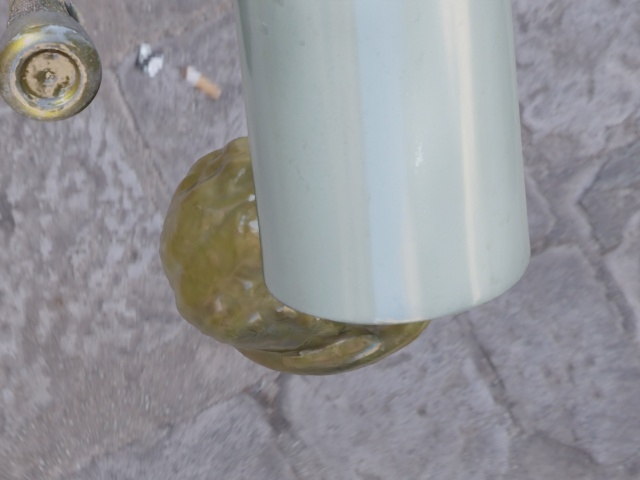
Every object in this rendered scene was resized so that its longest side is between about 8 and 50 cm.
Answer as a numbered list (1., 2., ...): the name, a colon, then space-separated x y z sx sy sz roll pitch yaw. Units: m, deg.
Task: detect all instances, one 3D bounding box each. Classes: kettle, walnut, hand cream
1. kettle: 0.055 -0.134 1.012 0.265 0.205 0.318 -35 125 -44
2. walnut: -0.001 0.000 1.358 0.277 0.282 0.253 -30 91 17
3. hand cream: -0.236 -0.174 1.169 0.084 0.203 0.084 -7 120 -12
